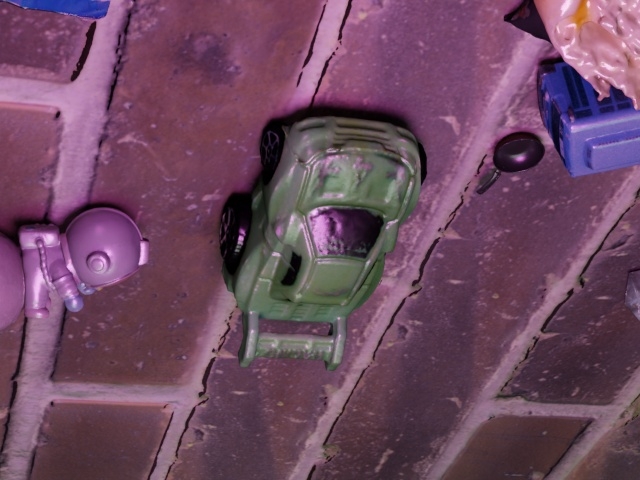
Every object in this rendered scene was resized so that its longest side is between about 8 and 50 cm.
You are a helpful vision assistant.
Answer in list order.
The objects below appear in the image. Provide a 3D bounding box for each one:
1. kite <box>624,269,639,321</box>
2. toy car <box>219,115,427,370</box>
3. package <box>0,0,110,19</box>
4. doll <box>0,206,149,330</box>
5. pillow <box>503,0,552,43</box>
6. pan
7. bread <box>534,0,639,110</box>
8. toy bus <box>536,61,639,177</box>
[{"bbox_3d":[0.616,0.061,2.106,0.310,0.015,0.169,-12,144,8],"label":"kite"},{"bbox_3d":[0.000,0.000,1.764,0.213,0.176,0.359,6,141,-21],"label":"toy car"},{"bbox_3d":[-0.285,-0.301,1.427,0.171,0.027,0.173,5,142,-23],"label":"package"},{"bbox_3d":[-0.361,0.031,1.776,0.287,0.151,0.151,-15,144,-3],"label":"doll"},{"bbox_3d":[0.284,-0.272,1.560,0.090,0.048,0.150,12,141,-30],"label":"pillow"},{"bbox_3d":[0.240,-0.102,1.800,0.068,0.023,0.115,19,133,-34],"label":"pan"},{"bbox_3d":[0.370,-0.274,1.393,0.424,0.245,0.329,15,98,-32],"label":"bread"},{"bbox_3d":[0.386,-0.162,1.657,0.234,0.133,0.116,-12,144,4],"label":"toy bus"}]
